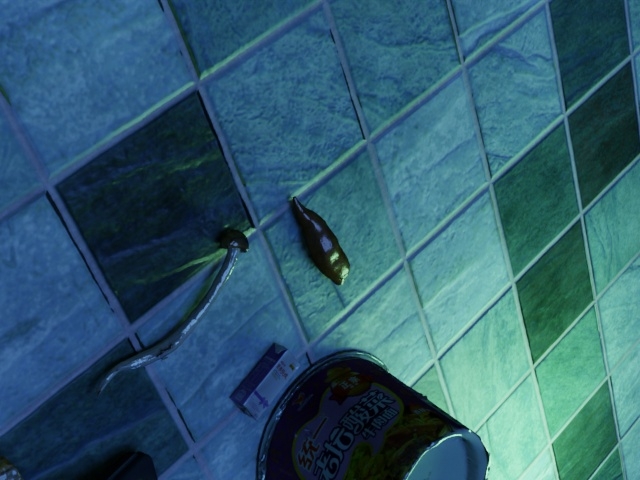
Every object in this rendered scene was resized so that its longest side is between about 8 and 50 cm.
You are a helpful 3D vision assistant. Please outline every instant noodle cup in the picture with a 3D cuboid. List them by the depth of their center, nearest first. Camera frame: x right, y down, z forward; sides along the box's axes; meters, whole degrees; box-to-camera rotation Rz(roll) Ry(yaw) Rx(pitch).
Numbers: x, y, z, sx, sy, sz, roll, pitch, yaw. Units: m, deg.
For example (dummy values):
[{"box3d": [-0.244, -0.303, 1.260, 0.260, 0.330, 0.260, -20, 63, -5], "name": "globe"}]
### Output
[{"box3d": [0.102, 0.385, 1.551, 0.340, 0.266, 0.339, -18, 118, -38], "name": "instant noodle cup"}]

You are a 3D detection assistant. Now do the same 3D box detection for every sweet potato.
[{"box3d": [0.000, 0.000, 1.466, 0.056, 0.056, 0.195, -44, 127, -24], "name": "sweet potato"}]

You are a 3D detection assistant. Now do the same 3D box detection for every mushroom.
[{"box3d": [-0.201, 0.110, 1.326, 0.068, 0.043, 0.306, 46, 73, -25], "name": "mushroom"}]

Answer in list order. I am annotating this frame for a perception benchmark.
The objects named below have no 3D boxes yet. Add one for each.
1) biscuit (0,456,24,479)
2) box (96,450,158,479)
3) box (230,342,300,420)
[{"box3d": [-0.384, 0.446, 1.257, 0.094, 0.054, 0.378, -36, 127, -29], "name": "biscuit"}, {"box3d": [-0.297, 0.411, 1.275, 0.230, 0.050, 0.160, -42, 129, -54], "name": "box"}, {"box3d": [-0.086, 0.222, 1.473, 0.117, 0.036, 0.050, -51, 134, -18], "name": "box"}]
